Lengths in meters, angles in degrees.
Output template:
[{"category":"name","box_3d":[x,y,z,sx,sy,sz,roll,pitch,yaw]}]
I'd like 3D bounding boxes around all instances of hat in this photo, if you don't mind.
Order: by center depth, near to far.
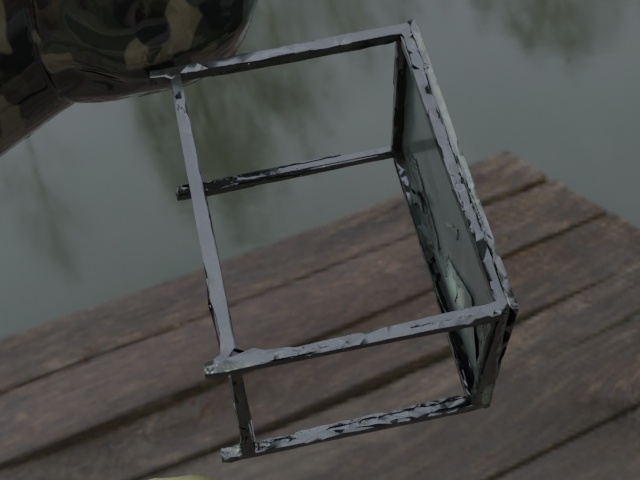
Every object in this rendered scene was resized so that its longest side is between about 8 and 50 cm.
[{"category":"hat","box_3d":[-0.229,-0.180,1.020,0.257,0.366,0.381,17,66,17]}]

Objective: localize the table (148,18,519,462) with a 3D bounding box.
[{"category":"table","box_3d":[0.000,0.000,1.033,0.272,0.222,0.334,-11,59,-6]}]

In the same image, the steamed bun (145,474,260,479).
[{"category":"steamed bun","box_3d":[-0.106,0.254,0.300,0.230,0.324,0.372,40,36,12]}]
